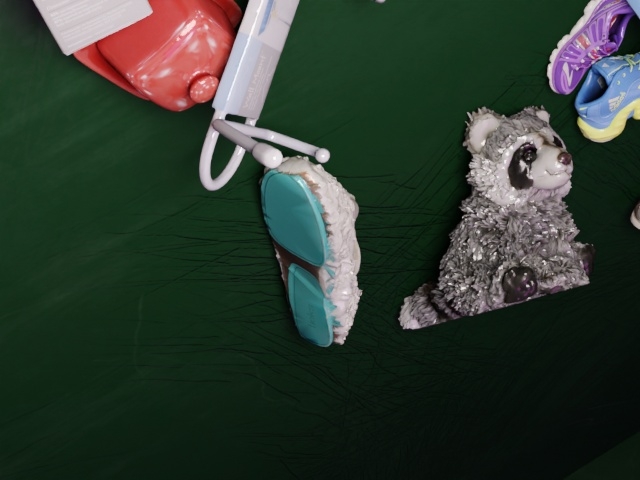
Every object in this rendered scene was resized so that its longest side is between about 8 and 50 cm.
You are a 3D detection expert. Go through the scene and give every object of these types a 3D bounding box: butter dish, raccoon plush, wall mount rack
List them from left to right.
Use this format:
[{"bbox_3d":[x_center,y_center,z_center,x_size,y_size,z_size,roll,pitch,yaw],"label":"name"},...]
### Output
[{"bbox_3d":[-0.149,-0.197,0.860,0.160,0.118,0.160,-41,157,9],"label":"butter dish"},{"bbox_3d":[-0.026,-0.196,0.816,0.304,0.130,0.350,-23,134,-77],"label":"wall mount rack"},{"bbox_3d":[0.237,-0.029,1.315,0.446,0.299,0.216,-22,170,41],"label":"raccoon plush"}]

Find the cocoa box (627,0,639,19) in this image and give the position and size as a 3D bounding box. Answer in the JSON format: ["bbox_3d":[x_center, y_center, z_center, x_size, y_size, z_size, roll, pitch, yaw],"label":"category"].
[{"bbox_3d":[0.601,-0.386,1.034,0.228,0.231,0.347,5,142,-37],"label":"cocoa box"}]

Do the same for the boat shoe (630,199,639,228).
[{"bbox_3d":[0.739,-0.109,1.556,0.324,0.116,0.097,-21,135,-19],"label":"boat shoe"}]

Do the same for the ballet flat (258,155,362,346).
[{"bbox_3d":[0.000,0.000,1.197,0.147,0.147,0.409,-21,142,-13],"label":"ballet flat"}]

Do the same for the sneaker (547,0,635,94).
[{"bbox_3d":[0.400,-0.286,1.182,0.068,0.071,0.170,2,130,-35],"label":"sneaker"}]

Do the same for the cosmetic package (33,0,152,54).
[{"bbox_3d":[-0.248,-0.302,0.701,0.107,0.127,0.238,-29,139,-5],"label":"cosmetic package"}]

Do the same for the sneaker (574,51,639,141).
[{"bbox_3d":[0.504,-0.259,1.262,0.240,0.091,0.126,-43,139,14],"label":"sneaker"}]
